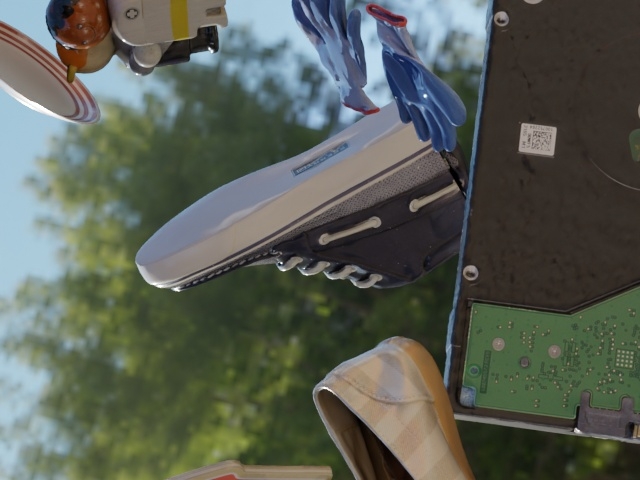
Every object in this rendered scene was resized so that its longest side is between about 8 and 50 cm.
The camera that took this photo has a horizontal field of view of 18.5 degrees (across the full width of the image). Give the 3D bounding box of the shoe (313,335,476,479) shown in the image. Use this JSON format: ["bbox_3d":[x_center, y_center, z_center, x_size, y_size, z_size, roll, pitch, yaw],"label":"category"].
[{"bbox_3d":[0.061,0.157,1.011,0.058,0.219,0.076,-16,-14,-42],"label":"shoe"}]

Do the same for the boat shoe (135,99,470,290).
[{"bbox_3d":[0.000,0.000,1.927,0.158,0.340,0.127,61,-173,-21],"label":"boat shoe"}]

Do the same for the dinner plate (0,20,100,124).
[{"bbox_3d":[-0.238,-0.135,1.577,0.017,0.141,0.141,-51,-8,17],"label":"dinner plate"}]

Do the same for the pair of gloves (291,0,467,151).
[{"bbox_3d":[0.052,-0.156,1.728,0.023,0.198,0.159,-42,-47,-20],"label":"pair of gloves"}]

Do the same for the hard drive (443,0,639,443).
[{"bbox_3d":[0.216,-0.032,1.335,0.064,0.236,0.339,91,-175,-81],"label":"hard drive"}]

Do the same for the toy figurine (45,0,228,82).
[{"bbox_3d":[-0.161,-0.232,1.520,0.213,0.148,0.210,180,81,-83],"label":"toy figurine"}]

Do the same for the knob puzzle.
[{"bbox_3d":[-0.100,0.260,1.737,0.213,0.213,0.030,83,174,-51],"label":"knob puzzle"}]
